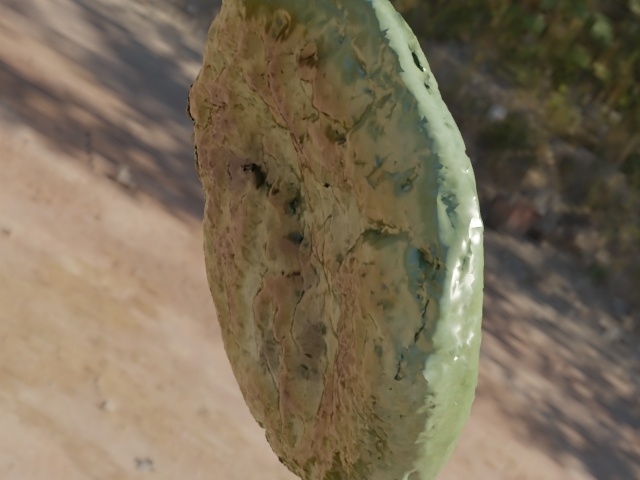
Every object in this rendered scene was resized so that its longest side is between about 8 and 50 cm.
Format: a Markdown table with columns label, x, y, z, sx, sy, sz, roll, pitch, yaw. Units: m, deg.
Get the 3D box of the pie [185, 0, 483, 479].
| label | x | y | z | sx | sy | sz | roll | pitch | yaw |
| --- | --- | --- | --- | --- | --- | --- | --- | --- | --- |
| pie | 0.000 | 0.000 | 0.699 | 0.054 | 0.241 | 0.240 | -9 | 34 | -22 |
